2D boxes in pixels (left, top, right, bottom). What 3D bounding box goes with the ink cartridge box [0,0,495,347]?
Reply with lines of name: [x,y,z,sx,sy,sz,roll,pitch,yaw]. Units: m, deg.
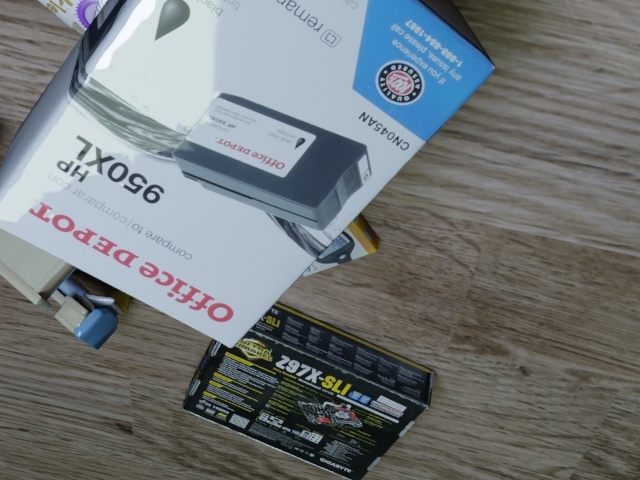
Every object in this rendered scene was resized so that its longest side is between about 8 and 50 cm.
ink cartridge box: [-0.083,-0.125,0.836,0.285,0.166,0.395,32,115,-24]

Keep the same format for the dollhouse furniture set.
dollhouse furniture set: [-0.372,-0.027,1.231,0.286,0.198,0.303,39,166,8]

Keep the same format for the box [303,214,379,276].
box: [0.000,0.000,1.173,0.136,0.028,0.081,-22,123,29]

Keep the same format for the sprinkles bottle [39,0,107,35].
sprinkles bottle: [-0.217,-0.261,0.928,0.355,0.121,0.121,39,130,-19]

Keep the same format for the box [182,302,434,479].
box: [-0.026,0.232,1.362,0.322,0.079,0.257,24,132,-7]
